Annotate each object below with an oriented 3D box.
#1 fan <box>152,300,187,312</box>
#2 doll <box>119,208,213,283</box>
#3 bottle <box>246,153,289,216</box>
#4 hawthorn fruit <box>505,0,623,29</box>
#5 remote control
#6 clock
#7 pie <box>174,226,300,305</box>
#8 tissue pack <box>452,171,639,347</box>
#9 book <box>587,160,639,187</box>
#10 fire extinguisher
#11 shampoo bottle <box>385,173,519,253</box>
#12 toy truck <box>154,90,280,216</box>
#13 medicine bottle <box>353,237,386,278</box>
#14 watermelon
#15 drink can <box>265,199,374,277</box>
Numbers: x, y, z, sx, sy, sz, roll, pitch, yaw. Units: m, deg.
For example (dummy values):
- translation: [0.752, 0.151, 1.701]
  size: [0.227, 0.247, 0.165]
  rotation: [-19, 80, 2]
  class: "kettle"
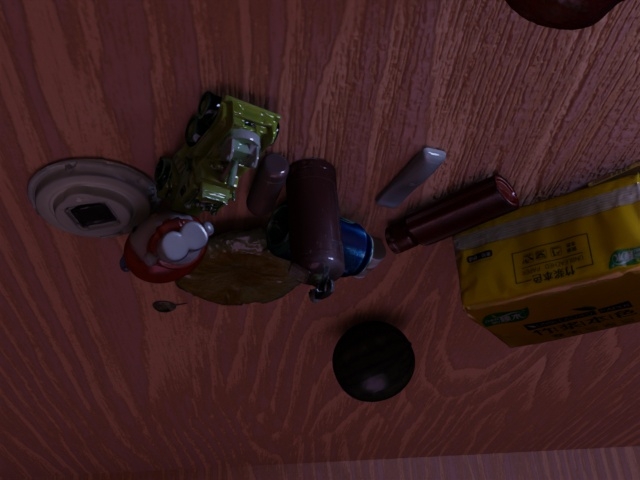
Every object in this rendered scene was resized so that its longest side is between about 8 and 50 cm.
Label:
- translation: [-0.361, 0.159, 1.803]
  size: [0.080, 0.003, 0.060]
  rotation: [6, 149, -17]
  class: "fan"
- translation: [-0.285, 0.012, 1.395]
  size: [0.161, 0.129, 0.290]
  rotation: [-34, -170, -22]
  class: "doll"
- translation: [-0.095, -0.097, 1.354]
  size: [0.053, 0.053, 0.140]
  rotation: [5, 149, -16]
  class: "bottle"
- translation: [0.275, -0.363, 0.818]
  size: [0.230, 0.210, 0.266]
  rotation: [-20, 130, 36]
  class: "hawthorn fruit"
- translation: [0.164, -0.108, 1.397]
  size: [0.050, 0.027, 0.184]
  rotation: [10, 147, -23]
  class: "remote control"
- translation: [-0.410, -0.062, 1.374]
  size: [0.237, 0.053, 0.236]
  rotation: [-3, 151, -2]
  class: "clock"
- translation: [-0.171, 0.059, 1.593]
  size: [0.307, 0.071, 0.306]
  rotation: [-1, 148, 0]
  class: "pie"
- translation: [0.495, 0.056, 1.514]
  size: [0.382, 0.228, 0.293]
  rotation: [-17, 150, 28]
  class: "tissue pack"
- translation: [0.618, -0.118, 1.457]
  size: [0.172, 0.012, 0.118]
  rotation: [-25, 144, 30]
  class: "book"
- translation: [-0.009, -0.011, 1.300]
  size: [0.105, 0.268, 0.104]
  rotation: [-3, 149, -2]
  class: "fire extinguisher"
- translation: [0.248, -0.046, 1.479]
  size: [0.260, 0.064, 0.102]
  rotation: [-24, 148, 30]
  class: "shampoo bottle"
- translation: [-0.177, -0.115, 1.235]
  size: [0.128, 0.135, 0.259]
  rotation: [16, 147, -31]
  class: "toy truck"
- translation: [0.094, 0.039, 1.608]
  size: [0.057, 0.057, 0.089]
  rotation: [11, 146, -25]
  class: "medicine bottle"
- translation: [0.136, 0.306, 1.925]
  size: [0.212, 0.212, 0.212]
  rotation: [-3, 150, -2]
  class: "watermelon"
- translation: [0.000, 0.000, 1.470]
  size: [0.205, 0.118, 0.118]
  rotation: [21, 141, -36]
  class: "drink can"
